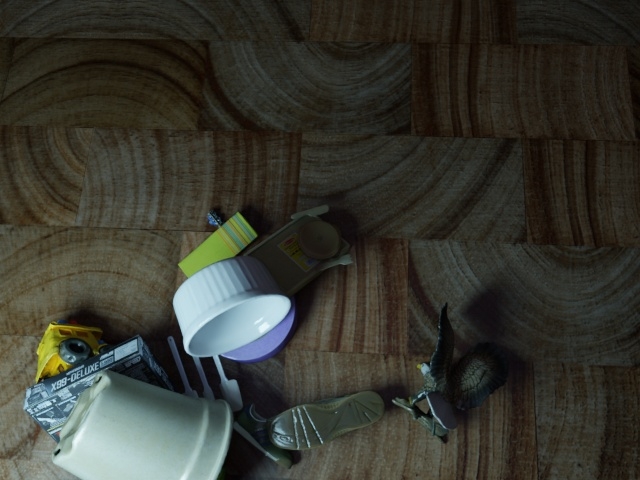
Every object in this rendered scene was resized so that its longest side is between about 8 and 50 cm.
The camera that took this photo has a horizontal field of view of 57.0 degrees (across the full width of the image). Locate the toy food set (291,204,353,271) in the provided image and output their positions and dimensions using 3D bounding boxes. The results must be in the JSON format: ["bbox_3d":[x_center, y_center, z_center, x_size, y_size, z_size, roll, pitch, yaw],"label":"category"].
[{"bbox_3d":[0.000,0.000,1.640,0.133,0.038,0.192,-16,66,-18],"label":"toy food set"}]

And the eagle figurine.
[{"bbox_3d":[0.324,0.334,1.498,0.225,0.226,0.298,37,83,34],"label":"eagle figurine"}]

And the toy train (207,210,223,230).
[{"bbox_3d":[-0.283,-0.026,1.732,0.036,0.027,0.158,-41,75,2],"label":"toy train"}]

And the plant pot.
[{"bbox_3d":[-0.423,0.462,1.367,0.305,0.334,0.333,34,75,-21],"label":"plant pot"}]

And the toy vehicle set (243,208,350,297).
[{"bbox_3d":[-0.063,0.035,1.636,0.166,0.035,0.267,43,54,15],"label":"toy vehicle set"}]

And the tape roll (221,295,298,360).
[{"bbox_3d":[-0.202,0.195,1.624,0.275,0.090,0.274,-1,73,4],"label":"tape roll"}]

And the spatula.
[{"bbox_3d":[-0.311,0.351,1.565,0.168,0.019,0.242,-21,86,23],"label":"spatula"}]

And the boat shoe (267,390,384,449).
[{"bbox_3d":[0.015,0.461,1.520,0.302,0.098,0.109,-16,76,-6],"label":"boat shoe"}]

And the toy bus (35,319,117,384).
[{"bbox_3d":[-0.644,0.296,1.587,0.149,0.220,0.211,-57,41,21],"label":"toy bus"}]

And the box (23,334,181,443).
[{"bbox_3d":[-0.541,0.409,1.503,0.308,0.242,0.076,-26,34,-4],"label":"box"}]

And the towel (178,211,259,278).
[{"bbox_3d":[-0.294,0.028,1.700,0.237,0.021,0.102,-41,70,2],"label":"towel"}]

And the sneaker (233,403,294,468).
[{"bbox_3d":[-0.135,0.502,1.533,0.192,0.064,0.086,32,82,16],"label":"sneaker"}]

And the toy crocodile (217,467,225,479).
[{"bbox_3d":[-0.330,0.653,1.477,0.115,0.105,0.340,18,74,9],"label":"toy crocodile"}]

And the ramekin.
[{"bbox_3d":[-0.225,0.159,1.453,0.277,0.277,0.135,-28,66,-5],"label":"ramekin"}]
